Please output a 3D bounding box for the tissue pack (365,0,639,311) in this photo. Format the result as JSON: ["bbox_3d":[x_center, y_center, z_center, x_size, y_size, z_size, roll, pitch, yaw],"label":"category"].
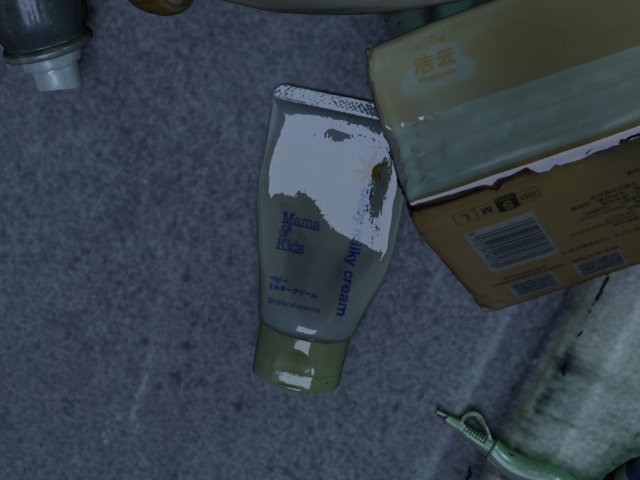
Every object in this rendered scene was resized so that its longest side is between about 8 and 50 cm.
[{"bbox_3d":[0.201,-0.115,1.087,0.305,0.238,0.238,-19,111,13],"label":"tissue pack"}]

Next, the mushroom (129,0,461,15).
[{"bbox_3d":[0.013,-0.209,1.056,0.350,0.128,0.128,1,115,25],"label":"mushroom"}]

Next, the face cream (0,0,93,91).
[{"bbox_3d":[-0.222,-0.238,1.126,0.073,0.073,0.283,-10,113,10],"label":"face cream"}]

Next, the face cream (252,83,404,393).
[{"bbox_3d":[0.000,0.000,1.222,0.114,0.070,0.224,12,106,0],"label":"face cream"}]

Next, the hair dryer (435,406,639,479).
[{"bbox_3d":[0.177,0.227,1.311,0.199,0.067,0.167,15,121,11],"label":"hair dryer"}]
